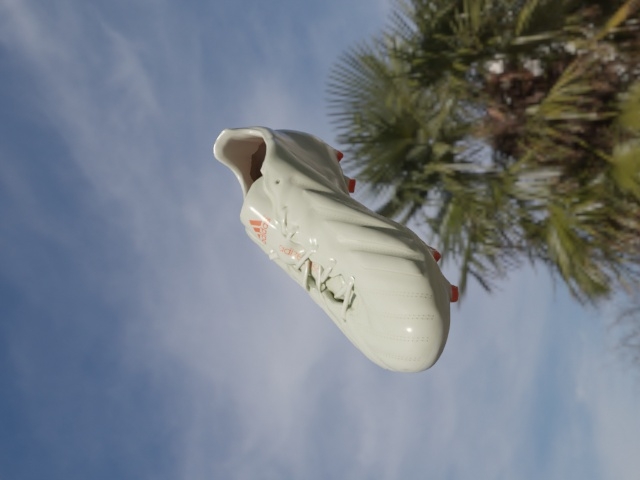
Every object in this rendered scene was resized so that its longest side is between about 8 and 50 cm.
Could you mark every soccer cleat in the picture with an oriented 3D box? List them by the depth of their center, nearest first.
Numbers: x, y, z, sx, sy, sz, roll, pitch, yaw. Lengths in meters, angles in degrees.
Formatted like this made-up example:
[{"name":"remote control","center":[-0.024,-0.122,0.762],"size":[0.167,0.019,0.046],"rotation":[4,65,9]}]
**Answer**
[{"name":"soccer cleat","center":[0.000,0.000,0.495],"size":[0.076,0.196,0.068],"rotation":[10,-63,-31]}]
